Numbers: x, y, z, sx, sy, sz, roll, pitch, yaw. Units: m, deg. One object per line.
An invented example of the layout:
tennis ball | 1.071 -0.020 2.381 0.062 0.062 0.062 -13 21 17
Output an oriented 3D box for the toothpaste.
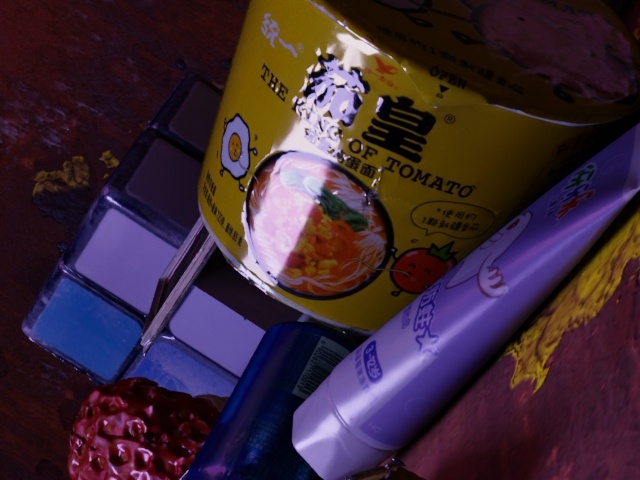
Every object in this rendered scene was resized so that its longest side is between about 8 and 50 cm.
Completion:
toothpaste | 0.119 0.046 1.218 0.371 0.080 0.125 -44 8 30

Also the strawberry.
strawberry | -0.185 0.237 1.774 0.234 0.178 0.234 -39 -21 -18

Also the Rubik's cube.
Rubik's cube | -0.165 0.025 2.283 0.318 0.316 0.313 -51 8 39

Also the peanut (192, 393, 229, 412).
peanut | -0.150 0.260 2.003 0.103 0.098 0.229 -17 28 36

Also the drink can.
drink can | -0.035 0.174 1.461 0.205 0.118 0.118 -60 7 -33

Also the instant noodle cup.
instant noodle cup | 0.058 -0.095 1.325 0.254 0.326 0.325 -63 3 30

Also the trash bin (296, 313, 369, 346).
trash bin | 0.050 0.051 1.526 0.116 0.059 0.130 -21 -16 -31

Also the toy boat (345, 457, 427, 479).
toy boat | 0.032 0.194 1.084 0.088 0.068 0.226 -65 9 -17

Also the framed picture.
framed picture | -0.107 -0.012 1.612 0.216 0.016 0.273 -56 7 7

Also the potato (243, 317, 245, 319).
potato | -0.005 -0.034 1.912 0.307 0.210 0.173 -49 34 7

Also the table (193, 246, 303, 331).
table | 0.000 0.000 1.700 0.172 0.193 0.169 -60 7 -25

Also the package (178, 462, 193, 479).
package | -0.095 0.250 1.609 0.204 0.062 0.251 -54 -18 27
